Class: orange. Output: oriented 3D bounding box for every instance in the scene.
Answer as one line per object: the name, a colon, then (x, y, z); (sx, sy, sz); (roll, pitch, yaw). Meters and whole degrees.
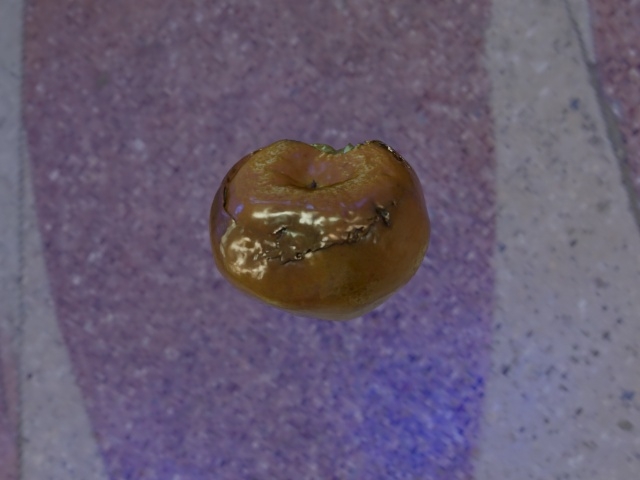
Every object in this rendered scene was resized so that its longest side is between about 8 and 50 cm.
orange: (0.000, 0.000, 0.588); (0.086, 0.062, 0.086); (-6, 30, 3)
